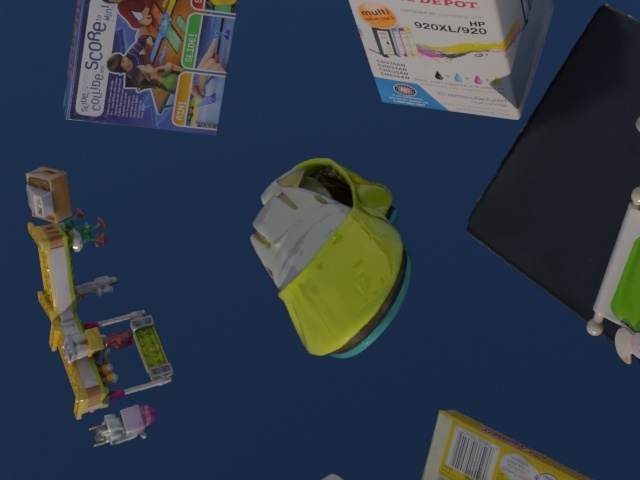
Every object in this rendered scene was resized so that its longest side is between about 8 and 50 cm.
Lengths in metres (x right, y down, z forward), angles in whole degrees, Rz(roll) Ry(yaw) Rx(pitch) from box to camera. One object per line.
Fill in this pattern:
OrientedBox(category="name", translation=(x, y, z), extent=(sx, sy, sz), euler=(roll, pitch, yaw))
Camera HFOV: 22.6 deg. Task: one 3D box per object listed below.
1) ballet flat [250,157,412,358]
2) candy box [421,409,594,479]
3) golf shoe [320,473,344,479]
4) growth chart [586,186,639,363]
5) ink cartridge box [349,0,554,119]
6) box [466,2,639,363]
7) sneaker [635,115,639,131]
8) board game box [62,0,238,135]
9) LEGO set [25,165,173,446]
OrientedBox(category="ballet flat", translation=(0.000, 0.000, 0.859), extent=(0.077, 0.231, 0.077), euler=(40, -78, -7))
OrientedBox(category="candy box", translation=(0.159, 0.218, 1.265), extent=(0.027, 0.105, 0.206), euler=(1, -164, -43))
OrientedBox(category="golf shoe", translation=(0.002, 0.264, 1.314), extent=(0.069, 0.176, 0.086), euler=(28, -129, 23))
OrientedBox(category="growth chart", translation=(0.332, 0.053, 1.387), extent=(0.021, 0.172, 0.237), euler=(-2, -162, -38))
OrientedBox(category="ink cartridge box", translation=(0.143, -0.271, 1.731), extent=(0.171, 0.232, 0.168), euler=(10, -117, 20))
OrientedBox(category="box", translation=(0.496, 0.043, 1.641), extent=(0.480, 0.472, 0.297), euler=(40, -76, 47))
OrientedBox(category="sneaker", translation=(0.274, -0.016, 1.133), extent=(0.083, 0.190, 0.071), euler=(-20, -172, 6))
OrientedBox(category="board game box", translation=(-0.142, -0.197, 1.378), extent=(0.136, 0.201, 0.035), euler=(6, -161, -17))
OrientedBox(category="LEGO set", translation=(-0.217, 0.061, 1.610), extent=(0.107, 0.132, 0.287), euler=(-14, -94, -21))
